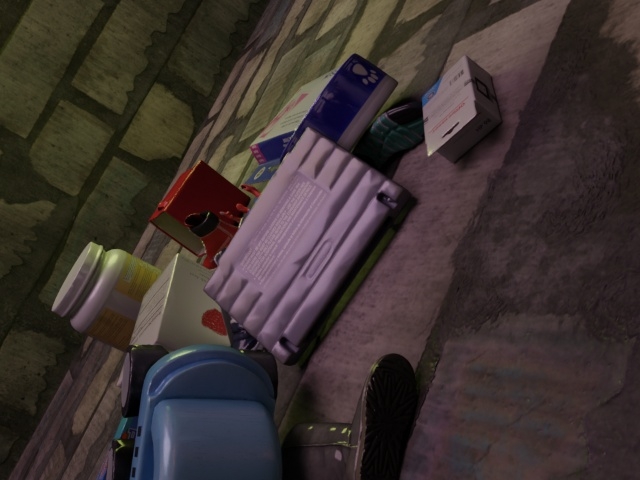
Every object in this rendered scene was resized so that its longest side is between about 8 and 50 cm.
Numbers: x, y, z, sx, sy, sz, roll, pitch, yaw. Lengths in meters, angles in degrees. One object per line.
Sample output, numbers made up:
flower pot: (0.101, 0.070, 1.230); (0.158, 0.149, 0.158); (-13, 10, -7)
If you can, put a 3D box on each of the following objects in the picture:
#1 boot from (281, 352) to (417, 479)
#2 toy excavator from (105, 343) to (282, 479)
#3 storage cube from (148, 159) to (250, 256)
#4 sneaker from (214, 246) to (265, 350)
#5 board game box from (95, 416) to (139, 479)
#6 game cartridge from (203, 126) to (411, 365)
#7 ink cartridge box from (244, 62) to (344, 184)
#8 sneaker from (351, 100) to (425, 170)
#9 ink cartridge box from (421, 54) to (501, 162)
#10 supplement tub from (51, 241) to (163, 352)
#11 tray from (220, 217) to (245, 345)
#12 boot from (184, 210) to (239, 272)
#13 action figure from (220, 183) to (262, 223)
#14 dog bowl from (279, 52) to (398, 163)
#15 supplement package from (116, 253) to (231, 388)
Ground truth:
boot: (0.029, 0.248, 0.861); (0.208, 0.076, 0.189); (-34, 31, 60)
toy excavator: (-0.143, 0.366, 0.827); (0.445, 0.222, 0.432); (-172, 90, -69)
storage cube: (-0.355, -0.089, 1.930); (0.184, 0.215, 0.193); (-17, 40, 60)
sneaker: (-0.157, 0.112, 1.308); (0.099, 0.153, 0.282); (-20, 44, 59)
board game box: (-0.337, 0.451, 1.251); (0.047, 0.160, 0.210); (-32, 35, 48)
game cartridge: (-0.033, 0.005, 1.133); (0.230, 0.068, 0.355); (39, 99, 30)
ink cartridge box: (-0.063, -0.292, 1.666); (0.330, 0.071, 0.324); (-52, 20, -17)
sneaker: (0.126, -0.207, 1.212); (0.224, 0.083, 0.098); (-34, 28, 48)
ink cartridge box: (0.217, -0.196, 1.022); (0.104, 0.060, 0.180); (-42, 27, 35)
supplement tub: (-0.511, 0.170, 1.755); (0.241, 0.331, 0.241); (-46, 25, 29)
tray: (-0.174, 0.087, 1.467); (0.270, 0.030, 0.145); (-83, -11, -47)
boot: (-0.293, 0.000, 1.718); (0.244, 0.176, 0.088); (-32, 36, 52)
action figure: (-0.189, -0.093, 1.678); (0.091, 0.139, 0.280); (-59, 24, 4)
dog bowl: (0.035, -0.230, 1.292); (0.265, 0.104, 0.265); (-55, 2, 3)
supplement package: (-0.311, 0.208, 1.482); (0.175, 0.178, 0.293); (-47, 25, 27)
